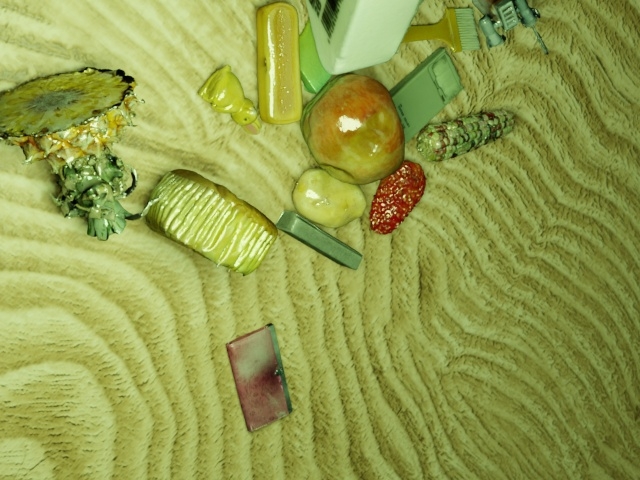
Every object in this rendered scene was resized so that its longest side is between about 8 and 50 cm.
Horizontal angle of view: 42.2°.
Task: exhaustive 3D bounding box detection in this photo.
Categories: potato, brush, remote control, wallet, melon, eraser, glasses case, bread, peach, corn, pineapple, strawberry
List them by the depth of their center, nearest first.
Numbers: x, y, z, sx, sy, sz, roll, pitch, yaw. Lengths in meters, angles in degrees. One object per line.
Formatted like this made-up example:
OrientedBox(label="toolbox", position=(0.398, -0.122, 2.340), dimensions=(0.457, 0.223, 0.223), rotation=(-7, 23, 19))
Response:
OrientedBox(label="pineapple", position=(-0.413, -0.134, 1.460), dimensions=(0.262, 0.262, 0.272), rotation=(-27, 130, -23))
OrientedBox(label="bread", position=(-0.210, -0.036, 1.576), dimensions=(0.227, 0.253, 0.142), rotation=(35, 81, -32))
OrientedBox(label="eraser", position=(0.070, -0.474, 1.609), dimensions=(0.150, 0.331, 0.331), rotation=(-19, 114, -17))
OrientedBox(label="bread", position=(-0.085, -0.355, 1.667), dimensions=(0.092, 0.074, 0.239), rotation=(-6, 107, -19))
OrientedBox(label="peach", position=(0.076, -0.224, 1.721), dimensions=(0.214, 0.214, 0.235), rotation=(-45, 112, -13))
OrientedBox(label="melon", position=(0.008, -0.438, 1.731), dimensions=(0.114, 0.053, 0.262), rotation=(25, 86, -16))
OrientedBox(label="potato", position=(0.017, -0.089, 1.789), dimensions=(0.178, 0.109, 0.118), rotation=(18, 120, -31))
OrientedBox(label="glasses case", position=(0.000, 0.000, 1.828), dimensions=(0.205, 0.071, 0.047), rotation=(32, 83, -34))
OrientedBox(label="brush", position=(0.239, -0.467, 1.859), dimensions=(0.272, 0.013, 0.103), rotation=(-11, 90, -25))
OrientedBox(label="wallet", position=(-0.136, 0.310, 1.862), dimensions=(0.119, 0.025, 0.232), rotation=(-21, 114, -25))
OrientedBox(label="remote control", position=(0.211, -0.314, 1.890), dimensions=(0.285, 0.038, 0.123), rotation=(-45, 124, -16))
OrientedBox(label="strawberry", position=(0.187, -0.093, 1.912), dimensions=(0.121, 0.082, 0.188), rotation=(27, 86, -38))
OrientedBox(label="corn", position=(0.345, -0.255, 1.959), dimensions=(0.280, 0.092, 0.092), rotation=(-22, 115, -29))

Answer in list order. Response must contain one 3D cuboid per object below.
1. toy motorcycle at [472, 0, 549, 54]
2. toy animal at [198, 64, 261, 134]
OrientedBox(label="toy motorcycle", position=(0.378, -0.543, 1.825), dimensions=(0.134, 0.207, 0.401), rotation=(-34, 123, 5))
OrientedBox(label="toy animal", position=(-0.160, -0.270, 1.653), dimensions=(0.083, 0.070, 0.159), rotation=(-53, 129, -6))
